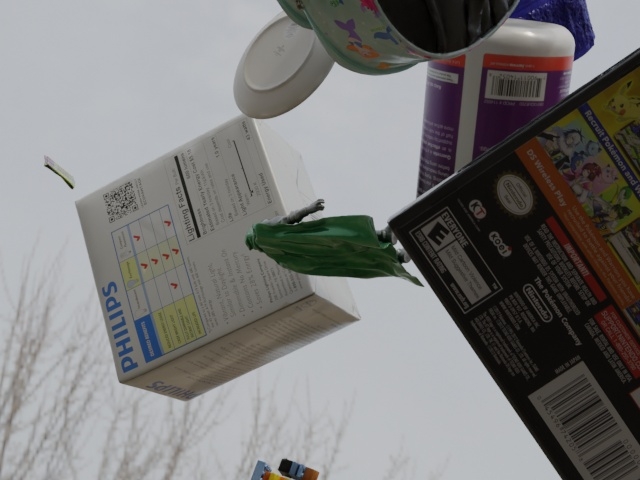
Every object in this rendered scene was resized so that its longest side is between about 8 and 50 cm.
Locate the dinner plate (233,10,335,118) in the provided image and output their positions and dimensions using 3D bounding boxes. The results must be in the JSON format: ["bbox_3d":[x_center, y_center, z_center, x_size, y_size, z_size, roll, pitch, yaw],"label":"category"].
[{"bbox_3d":[-0.038,-0.187,1.073,0.141,0.141,0.017,-27,-41,24],"label":"dinner plate"}]

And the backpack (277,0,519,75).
[{"bbox_3d":[0.056,-0.274,0.926,0.191,0.225,0.254,-12,-63,55],"label":"backpack"}]

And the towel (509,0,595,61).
[{"bbox_3d":[0.297,-0.384,1.539,0.227,0.076,0.308,-35,-62,-27],"label":"towel"}]

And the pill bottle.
[{"bbox_3d":[0.218,-0.118,1.359,0.181,0.181,0.323,2,-73,-7],"label":"pill bottle"}]

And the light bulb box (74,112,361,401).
[{"bbox_3d":[-0.177,0.035,1.799,0.361,0.358,0.225,-25,-24,14],"label":"light bulb box"}]

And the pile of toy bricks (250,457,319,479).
[{"bbox_3d":[-0.018,0.313,1.190,0.105,0.118,0.212,16,-20,15],"label":"pile of toy bricks"}]

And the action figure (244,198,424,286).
[{"bbox_3d":[0.000,0.000,1.248,0.232,0.064,0.137,3,-38,36],"label":"action figure"}]

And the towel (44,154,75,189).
[{"bbox_3d":[-0.407,-0.106,1.646,0.060,0.083,0.009,42,-90,-21],"label":"towel"}]

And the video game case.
[{"bbox_3d":[0.226,0.029,0.765,0.248,0.035,0.275,-34,-86,6],"label":"video game case"}]
